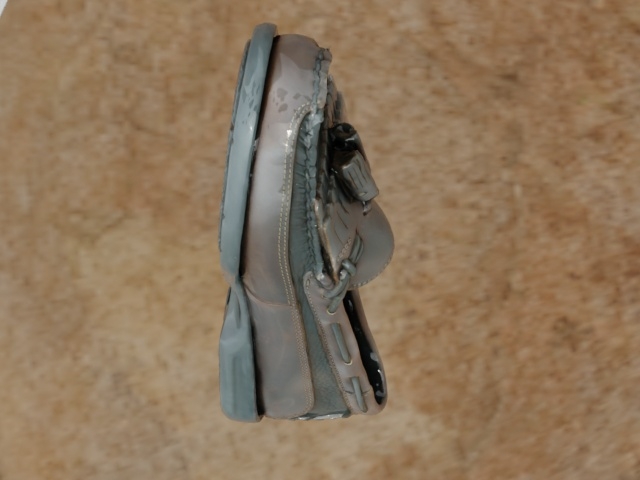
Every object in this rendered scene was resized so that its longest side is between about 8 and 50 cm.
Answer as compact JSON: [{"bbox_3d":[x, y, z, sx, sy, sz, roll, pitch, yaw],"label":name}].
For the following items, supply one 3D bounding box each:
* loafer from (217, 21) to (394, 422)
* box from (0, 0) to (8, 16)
[{"bbox_3d":[0.000,0.000,0.852,0.084,0.267,0.096,9,57,2],"label":"loafer"},{"bbox_3d":[-0.244,-0.239,0.661,0.215,0.345,0.168,-61,24,20],"label":"box"}]
